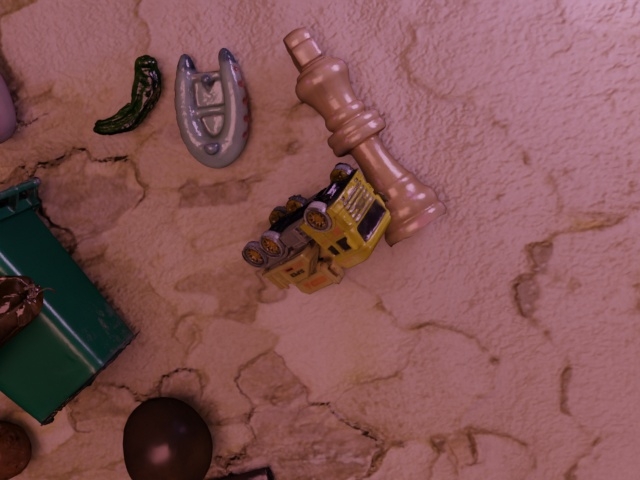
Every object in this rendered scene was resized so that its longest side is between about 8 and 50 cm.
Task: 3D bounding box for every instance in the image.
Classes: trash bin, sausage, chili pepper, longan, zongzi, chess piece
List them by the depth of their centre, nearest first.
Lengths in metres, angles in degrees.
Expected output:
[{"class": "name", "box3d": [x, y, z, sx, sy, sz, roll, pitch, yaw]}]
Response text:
[{"class": "zongzi", "box3d": [-0.531, 0.173, 1.318, 0.247, 0.111, 0.241, -14, 124, 2]}, {"class": "chess piece", "box3d": [0.057, -0.183, 1.368, 0.117, 0.117, 0.397, -34, 90, 14]}, {"class": "chili pepper", "box3d": [-0.340, -0.248, 1.462, 0.073, 0.050, 0.182, 39, 107, -5]}, {"class": "trash bin", "box3d": [-0.532, 0.108, 1.467, 0.295, 0.259, 0.381, -42, 97, 14]}, {"class": "longan", "box3d": [-0.285, 0.384, 1.507, 0.189, 0.189, 0.189, 2, 100, 11]}, {"class": "sausage", "box3d": [-0.818, 0.401, 1.627, 0.500, 0.123, 0.136, 8, 99, 10]}]

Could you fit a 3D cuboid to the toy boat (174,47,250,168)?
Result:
[{"class": "toy boat", "box3d": [-0.193, -0.229, 1.423, 0.134, 0.079, 0.208, -4, 97, 9]}]

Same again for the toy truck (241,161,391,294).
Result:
[{"class": "toy truck", "box3d": [0.000, 0.000, 1.353, 0.157, 0.124, 0.272, 45, 139, -14]}]

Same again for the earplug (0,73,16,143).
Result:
[{"class": "earplug", "box3d": [-0.660, -0.306, 1.466, 0.172, 0.172, 0.301, -34, 98, 14]}]

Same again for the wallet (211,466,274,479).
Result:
[{"class": "wallet", "box3d": [-0.217, 0.547, 1.579, 0.309, 0.042, 0.165, -16, 95, 13]}]
